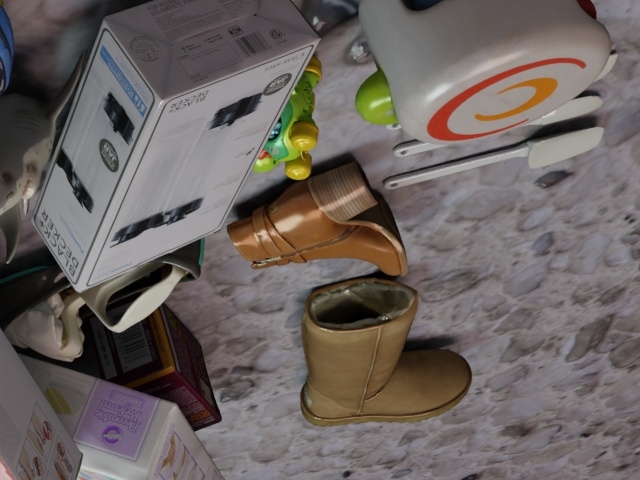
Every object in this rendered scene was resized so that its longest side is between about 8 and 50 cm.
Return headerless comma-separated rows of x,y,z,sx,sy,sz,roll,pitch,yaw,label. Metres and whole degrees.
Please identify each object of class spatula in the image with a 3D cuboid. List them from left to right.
0.180,-0.110,1.748,0.242,0.019,0.168,-16,154,-8,spatula

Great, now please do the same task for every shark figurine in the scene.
-0.277,-0.087,1.438,0.116,0.166,0.278,22,169,-11,shark figurine

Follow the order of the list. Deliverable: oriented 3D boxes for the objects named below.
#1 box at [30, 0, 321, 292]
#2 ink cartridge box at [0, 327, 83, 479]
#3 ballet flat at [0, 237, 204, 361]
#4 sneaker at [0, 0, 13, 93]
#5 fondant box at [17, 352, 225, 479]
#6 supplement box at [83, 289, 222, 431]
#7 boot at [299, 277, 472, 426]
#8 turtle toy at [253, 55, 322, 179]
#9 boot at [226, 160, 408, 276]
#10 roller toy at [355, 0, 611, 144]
-0.130,-0.089,1.456,0.169,0.087,0.290,-26,160,-33,box
-0.412,0.164,1.567,0.272,0.130,0.309,-16,124,16,ink cartridge box
-0.238,0.056,1.694,0.280,0.096,0.095,-27,153,15,ballet flat
-0.289,-0.173,1.255,0.069,0.082,0.209,-25,151,14,sneaker
-0.247,0.225,1.838,0.238,0.096,0.330,16,162,12,fondant box
-0.181,0.139,1.876,0.081,0.104,0.188,-21,153,5,supplement box
0.088,0.132,2.064,0.236,0.089,0.269,-13,151,-13,boot
-0.038,-0.104,1.549,0.066,0.095,0.130,6,149,-6,turtle toy
0.000,0.000,1.780,0.152,0.073,0.197,-25,141,9,boot
0.137,-0.182,1.445,0.209,0.146,0.191,-10,161,-31,roller toy
